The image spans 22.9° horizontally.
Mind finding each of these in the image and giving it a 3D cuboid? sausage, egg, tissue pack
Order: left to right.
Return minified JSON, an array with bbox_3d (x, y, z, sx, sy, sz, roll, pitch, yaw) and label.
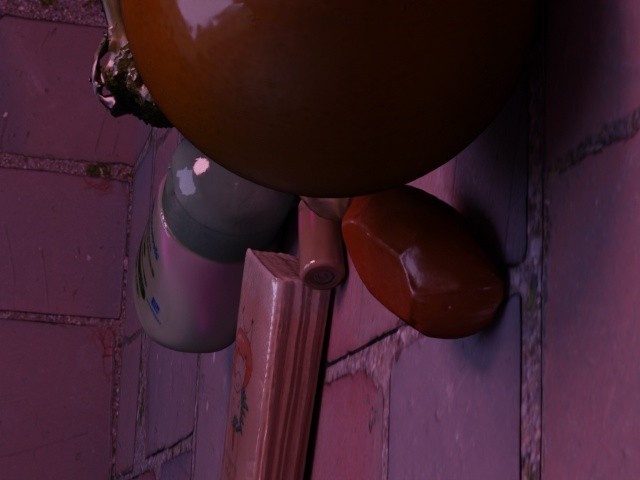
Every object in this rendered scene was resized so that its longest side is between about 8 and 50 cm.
[{"bbox_3d":[-0.055,0.183,1.641,0.170,0.071,0.325,-141,57,-72],"label":"tissue pack"},{"bbox_3d":[0.005,-0.180,1.065,0.351,0.282,0.282,-105,24,-58],"label":"egg"},{"bbox_3d":[0.072,0.013,1.146,0.179,0.089,0.089,-133,49,-60],"label":"sausage"}]

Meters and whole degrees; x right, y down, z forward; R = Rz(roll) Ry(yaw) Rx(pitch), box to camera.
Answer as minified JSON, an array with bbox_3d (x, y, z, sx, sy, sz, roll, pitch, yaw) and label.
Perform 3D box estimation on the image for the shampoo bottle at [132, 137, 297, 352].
[{"bbox_3d":[-0.124,-0.013,1.841,0.349,0.151,0.222,119,153,-58],"label":"shampoo bottle"}]

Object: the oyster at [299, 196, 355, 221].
[{"bbox_3d":[-0.031,-0.174,1.461,0.198,0.133,0.337,91,165,-72],"label":"oyster"}]

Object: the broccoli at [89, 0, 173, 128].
[{"bbox_3d":[-0.133,-0.283,1.724,0.321,0.283,0.304,-43,18,24],"label":"broccoli"}]

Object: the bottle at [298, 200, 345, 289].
[{"bbox_3d":[0.000,0.000,1.539,0.045,0.045,0.096,110,163,-47],"label":"bottle"}]
